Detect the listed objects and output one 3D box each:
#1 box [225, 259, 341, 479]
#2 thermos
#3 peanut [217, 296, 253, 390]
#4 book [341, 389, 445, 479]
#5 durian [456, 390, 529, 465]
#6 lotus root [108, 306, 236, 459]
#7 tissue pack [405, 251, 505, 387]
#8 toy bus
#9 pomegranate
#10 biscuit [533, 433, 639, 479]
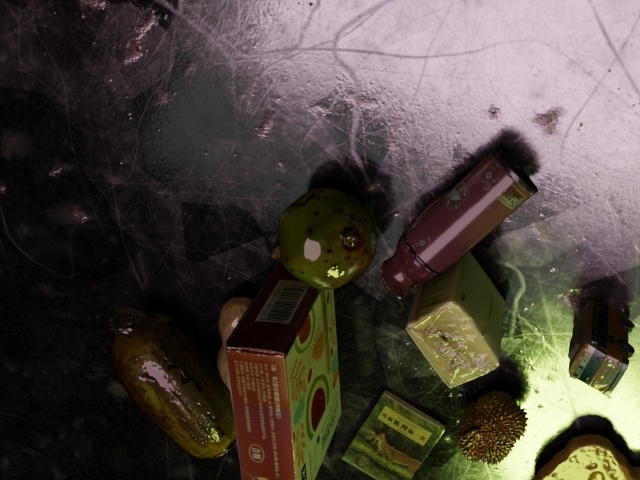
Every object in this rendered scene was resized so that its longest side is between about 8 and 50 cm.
[{"bbox_3d":[-0.062,0.287,1.758,0.122,0.344,0.385,3,117,15],"label":"box"},{"bbox_3d":[0.232,-0.030,1.614,0.330,0.109,0.136,-44,64,19],"label":"thermos"},{"bbox_3d":[-0.172,0.241,1.912,0.117,0.101,0.263,25,123,27],"label":"peanut"},{"bbox_3d":[0.162,0.454,1.960,0.160,0.024,0.228,30,122,4],"label":"book"},{"bbox_3d":[0.350,0.385,1.795,0.137,0.168,0.158,26,104,23],"label":"durian"},{"bbox_3d":[-0.325,0.314,1.943,0.179,0.196,0.397,-31,104,17],"label":"lotus root"},{"bbox_3d":[0.260,0.140,1.646,0.125,0.234,0.159,-31,104,26],"label":"tissue pack"},{"bbox_3d":[0.518,0.195,1.623,0.103,0.182,0.091,25,121,7],"label":"toy bus"},{"bbox_3d":[-0.007,0.010,1.691,0.246,0.198,0.198,-33,103,31],"label":"pomegranate"},{"bbox_3d":[0.597,0.569,1.852,0.312,0.057,0.351,10,116,7],"label":"biscuit"}]
